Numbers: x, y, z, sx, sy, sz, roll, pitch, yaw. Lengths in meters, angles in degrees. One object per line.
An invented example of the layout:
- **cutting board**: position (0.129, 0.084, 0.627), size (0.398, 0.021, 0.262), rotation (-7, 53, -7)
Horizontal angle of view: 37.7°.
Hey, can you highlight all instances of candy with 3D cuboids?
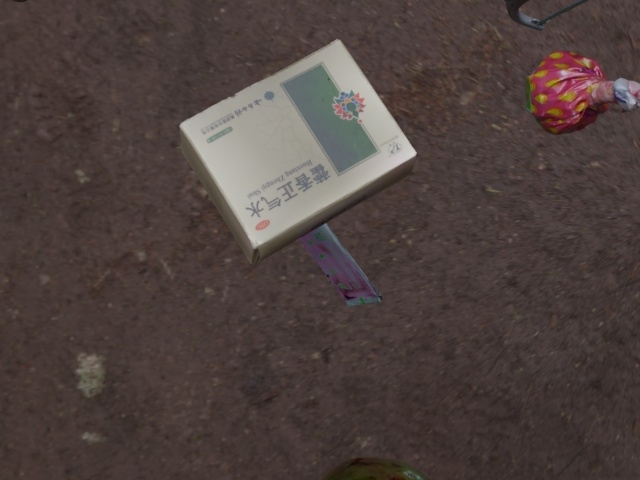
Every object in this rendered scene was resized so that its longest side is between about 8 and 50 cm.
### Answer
- **candy**: position (0.428, -0.199, 1.283), size (0.365, 0.124, 0.124), rotation (18, 100, 56)

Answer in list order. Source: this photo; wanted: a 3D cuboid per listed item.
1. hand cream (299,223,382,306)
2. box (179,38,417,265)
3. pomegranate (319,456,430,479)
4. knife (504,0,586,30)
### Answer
- **hand cream**: position (-0.001, 0.001, 1.512), size (0.050, 0.079, 0.275), rotation (-40, 109, -9)
- **box**: position (-0.027, -0.097, 1.052), size (0.212, 0.095, 0.168), rotation (-31, 83, -13)
- **pomegranate**: position (0.048, 0.352, 1.041), size (0.181, 0.181, 0.224), rotation (39, 118, 16)
- **knife**: position (0.176, -0.301, 0.972), size (0.123, 0.278, 0.053), rotation (-25, 47, 52)
